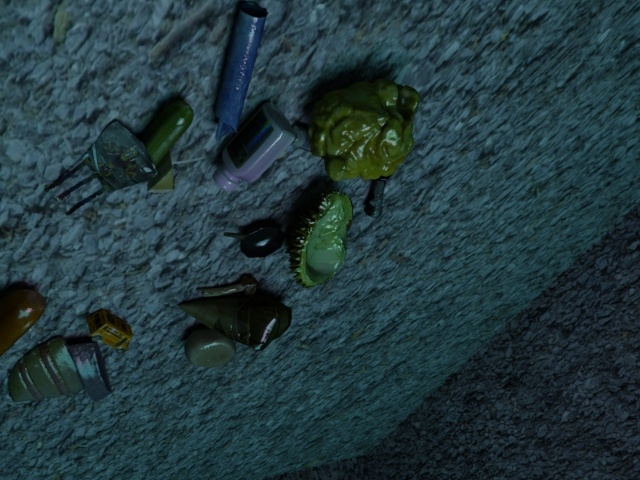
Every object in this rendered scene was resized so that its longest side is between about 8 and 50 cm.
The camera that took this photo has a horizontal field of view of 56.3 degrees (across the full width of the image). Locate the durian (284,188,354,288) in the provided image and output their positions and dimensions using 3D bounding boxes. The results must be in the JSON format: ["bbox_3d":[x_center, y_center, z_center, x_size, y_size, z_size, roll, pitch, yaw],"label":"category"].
[{"bbox_3d":[0.001,0.008,1.711,0.197,0.163,0.395,3,134,-9],"label":"durian"}]

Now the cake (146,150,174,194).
[{"bbox_3d":[-0.356,-0.152,1.348,0.065,0.052,0.121,-5,158,-22],"label":"cake"}]

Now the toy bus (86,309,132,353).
[{"bbox_3d":[-0.600,0.263,1.727,0.074,0.070,0.162,-33,145,2],"label":"toy bus"}]

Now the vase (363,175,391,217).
[{"bbox_3d":[0.168,-0.143,1.765,0.059,0.059,0.167,-16,144,-19],"label":"vase"}]

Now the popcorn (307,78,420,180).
[{"bbox_3d":[0.099,-0.260,1.411,0.250,0.234,0.242,-18,117,-42],"label":"popcorn"}]

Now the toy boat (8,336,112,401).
[{"bbox_3d":[-0.759,0.390,1.754,0.293,0.111,0.276,1,130,-23],"label":"toy boat"}]

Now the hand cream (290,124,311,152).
[{"bbox_3d":[0.020,-0.241,1.541,0.255,0.048,0.079,7,134,-46],"label":"hand cream"}]

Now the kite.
[{"bbox_3d":[-0.475,-0.143,1.282,0.245,0.015,0.141,-30,109,10],"label":"kite"}]

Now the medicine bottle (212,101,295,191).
[{"bbox_3d":[-0.161,-0.206,1.389,0.219,0.115,0.078,-43,145,20],"label":"medicine bottle"}]

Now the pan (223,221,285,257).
[{"bbox_3d":[-0.182,-0.022,1.675,0.128,0.048,0.202,-33,148,3],"label":"pan"}]

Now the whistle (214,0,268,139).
[{"bbox_3d":[-0.176,-0.343,1.251,0.062,0.062,0.304,-7,141,-30],"label":"whistle"}]

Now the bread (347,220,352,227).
[{"bbox_3d":[0.026,-0.073,1.765,0.126,0.044,0.129,-15,145,2],"label":"bread"}]

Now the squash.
[{"bbox_3d":[-0.352,-0.211,1.289,0.229,0.066,0.066,-45,143,22],"label":"squash"}]

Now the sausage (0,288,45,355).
[{"bbox_3d":[-0.798,0.218,1.496,0.274,0.105,0.105,-39,145,16],"label":"sausage"}]

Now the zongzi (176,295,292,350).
[{"bbox_3d":[-0.263,0.232,1.923,0.289,0.317,0.154,19,88,-82],"label":"zongzi"}]

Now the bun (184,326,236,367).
[{"bbox_3d":[-0.364,0.341,1.963,0.166,0.114,0.173,-5,141,-20],"label":"bun"}]

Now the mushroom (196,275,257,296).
[{"bbox_3d":[-0.281,0.150,1.824,0.186,0.061,0.060,-11,139,-17],"label":"mushroom"}]
